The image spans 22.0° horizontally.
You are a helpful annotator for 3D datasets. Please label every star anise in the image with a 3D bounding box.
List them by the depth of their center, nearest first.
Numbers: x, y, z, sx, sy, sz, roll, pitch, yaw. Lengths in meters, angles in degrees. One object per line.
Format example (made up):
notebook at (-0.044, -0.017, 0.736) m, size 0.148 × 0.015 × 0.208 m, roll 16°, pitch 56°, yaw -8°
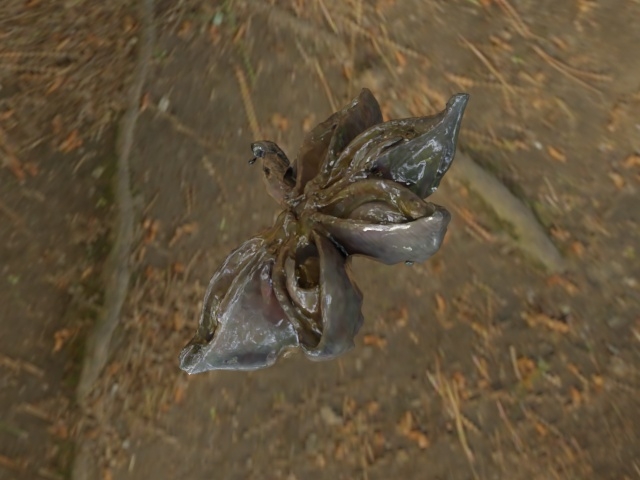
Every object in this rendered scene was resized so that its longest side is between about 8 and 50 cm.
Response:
star anise at (0.014, -0.007, 0.908) m, size 0.172 × 0.208 × 0.063 m, roll -23°, pitch 124°, yaw 32°
